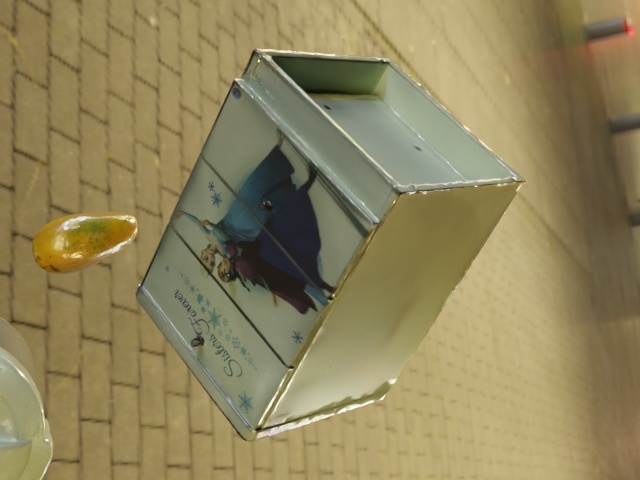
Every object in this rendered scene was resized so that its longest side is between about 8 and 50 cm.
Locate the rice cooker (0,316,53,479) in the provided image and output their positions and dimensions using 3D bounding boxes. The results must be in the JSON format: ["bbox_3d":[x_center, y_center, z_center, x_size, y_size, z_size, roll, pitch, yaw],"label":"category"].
[{"bbox_3d":[-0.518,0.240,1.418,0.277,0.288,0.288,-148,-140,-67],"label":"rice cooker"}]

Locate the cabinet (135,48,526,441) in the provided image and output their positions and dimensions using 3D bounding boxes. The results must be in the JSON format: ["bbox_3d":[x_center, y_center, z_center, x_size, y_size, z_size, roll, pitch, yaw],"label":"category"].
[{"bbox_3d":[0.000,0.000,0.693,0.150,0.206,0.145,-7,46,-46],"label":"cabinet"}]

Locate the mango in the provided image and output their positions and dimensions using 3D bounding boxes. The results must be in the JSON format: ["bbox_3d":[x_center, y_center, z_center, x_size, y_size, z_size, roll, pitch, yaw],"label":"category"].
[{"bbox_3d":[-0.244,-0.001,1.074,0.114,0.079,0.057,-21,79,-27],"label":"mango"}]
